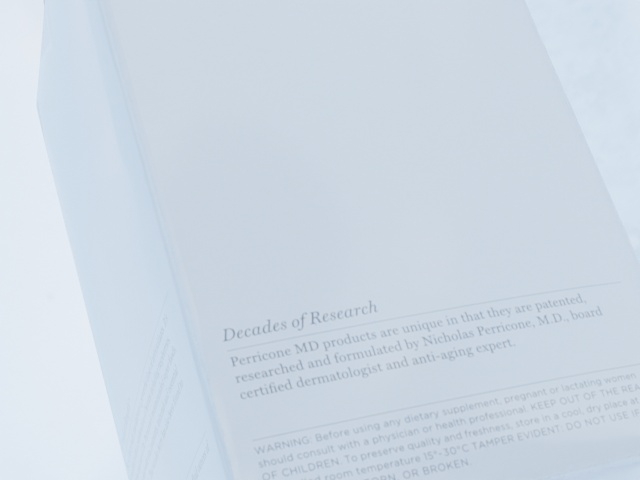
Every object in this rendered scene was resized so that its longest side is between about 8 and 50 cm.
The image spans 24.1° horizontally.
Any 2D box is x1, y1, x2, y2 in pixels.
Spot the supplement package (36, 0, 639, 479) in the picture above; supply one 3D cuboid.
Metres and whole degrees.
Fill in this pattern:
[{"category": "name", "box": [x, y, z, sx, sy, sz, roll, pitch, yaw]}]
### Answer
[{"category": "supplement package", "box": [0.000, 0.000, 0.616, 0.177, 0.175, 0.293, 113, 144, -58]}]
